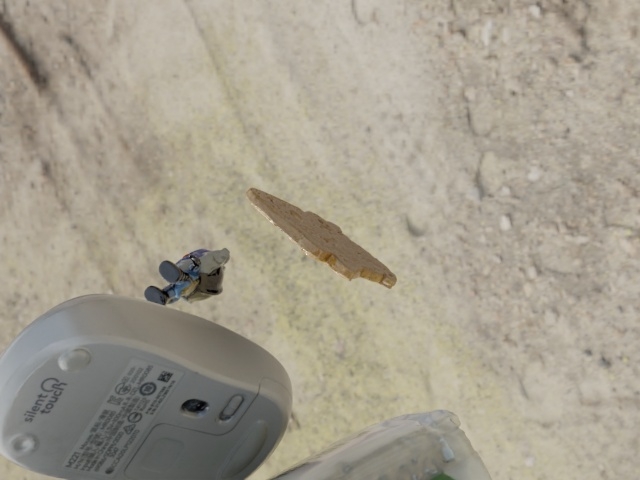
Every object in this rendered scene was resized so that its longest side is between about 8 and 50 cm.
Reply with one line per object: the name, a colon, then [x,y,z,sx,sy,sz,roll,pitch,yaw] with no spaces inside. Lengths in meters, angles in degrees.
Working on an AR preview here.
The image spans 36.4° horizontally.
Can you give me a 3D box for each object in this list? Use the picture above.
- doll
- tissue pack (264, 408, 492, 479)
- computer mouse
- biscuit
doll: [-0.165,0.050,1.281,0.070,0.195,0.096,40,104,10]
tissue pack: [-0.030,0.306,0.830,0.193,0.357,0.266,63,152,9]
computer mouse: [-0.164,0.136,0.904,0.184,0.297,0.121,-57,34,22]
biscuit: [0.000,0.000,1.376,0.035,0.250,0.162,-54,11,12]
